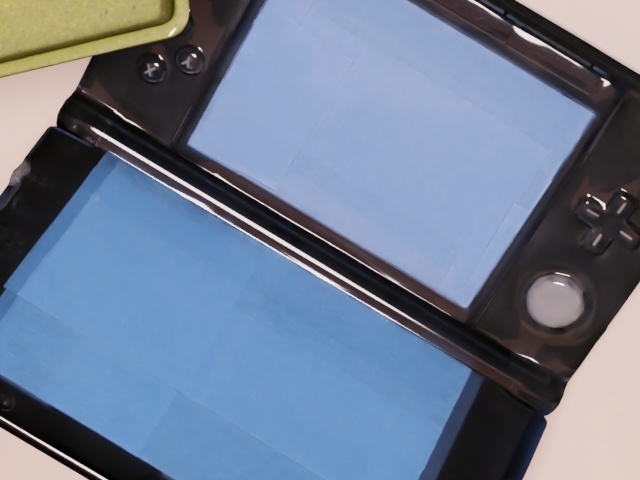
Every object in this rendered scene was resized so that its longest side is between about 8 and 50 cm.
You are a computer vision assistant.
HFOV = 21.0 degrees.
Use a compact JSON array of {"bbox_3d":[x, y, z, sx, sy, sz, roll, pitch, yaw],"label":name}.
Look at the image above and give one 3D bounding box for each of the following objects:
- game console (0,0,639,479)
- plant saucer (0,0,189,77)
[{"bbox_3d":[0.000,0.000,0.805,0.293,0.173,0.250,31,116,-1],"label":"game console"},{"bbox_3d":[-0.143,-0.154,0.806,0.188,0.045,0.188,-11,70,18],"label":"plant saucer"}]
